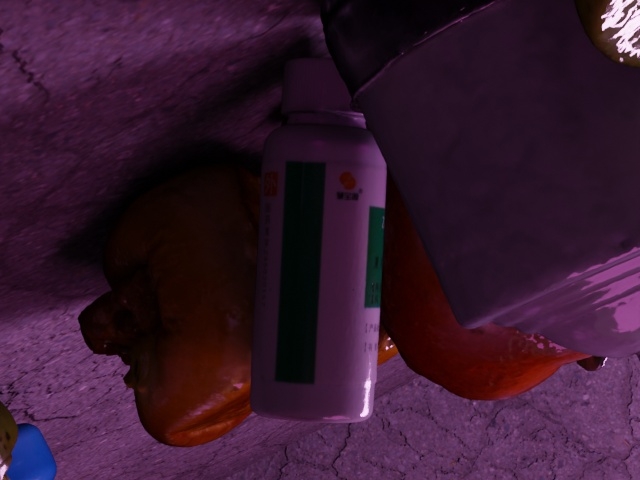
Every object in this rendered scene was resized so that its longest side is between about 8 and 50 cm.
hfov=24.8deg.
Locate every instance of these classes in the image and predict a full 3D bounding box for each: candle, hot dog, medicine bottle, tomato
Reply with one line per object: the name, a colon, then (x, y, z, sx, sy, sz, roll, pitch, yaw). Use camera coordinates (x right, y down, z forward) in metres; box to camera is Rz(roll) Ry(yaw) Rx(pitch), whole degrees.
candle: (0.151, -0.064, 0.957, 0.221, 0.342, 0.221, -24, 172, -4)
hot dog: (-0.076, 0.063, 1.305, 0.223, 0.185, 0.405, -31, 167, 16)
medicine bottle: (0.000, 0.000, 1.061, 0.095, 0.260, 0.095, 3, 180, 0)
tomato: (0.127, 0.011, 1.306, 0.176, 0.289, 0.335, -27, 171, 11)

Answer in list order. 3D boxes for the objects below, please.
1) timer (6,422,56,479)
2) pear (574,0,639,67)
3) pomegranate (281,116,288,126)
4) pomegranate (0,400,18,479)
timer: (-0.452, 0.310, 1.553, 0.309, 0.115, 0.340, -26, 179, -43)
pear: (0.219, -0.214, 0.816, 0.288, 0.139, 0.239, -8, 134, -48)
pomegranate: (0.001, -0.089, 1.166, 0.073, 0.084, 0.073, 0, -179, 0)
pomegranate: (-0.388, 0.217, 1.258, 0.302, 0.236, 0.236, -2, -171, 45)
